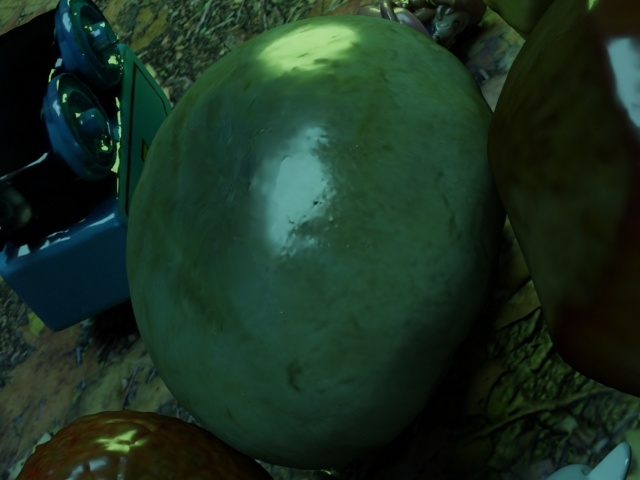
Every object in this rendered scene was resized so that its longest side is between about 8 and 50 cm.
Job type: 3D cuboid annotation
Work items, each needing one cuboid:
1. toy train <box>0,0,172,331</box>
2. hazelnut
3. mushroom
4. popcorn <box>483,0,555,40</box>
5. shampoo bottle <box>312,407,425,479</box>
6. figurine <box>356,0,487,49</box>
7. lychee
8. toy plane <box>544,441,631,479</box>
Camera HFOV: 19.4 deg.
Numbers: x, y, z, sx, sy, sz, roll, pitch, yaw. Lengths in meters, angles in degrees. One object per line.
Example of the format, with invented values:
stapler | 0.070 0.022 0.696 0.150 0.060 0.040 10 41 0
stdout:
toy train | -0.252 -0.076 1.879 0.188 0.265 0.300 -23 40 16
hazelnut | 0.290 -0.054 1.265 0.366 0.366 0.366 -28 40 26
mushroom | 0.000 0.000 1.435 0.352 0.260 0.352 -23 58 41
popcorn | 0.260 -0.337 1.524 0.390 0.344 0.354 -33 -7 -45
shampoo bottle | 0.057 0.083 1.568 0.098 0.071 0.309 -2 55 44
figurine | 0.089 -0.199 1.772 0.114 0.126 0.157 19 66 7
lychee | -0.134 0.258 1.456 0.255 0.255 0.300 -34 6 18
toy plane | 0.185 0.257 1.226 0.267 0.122 0.267 -46 31 37
